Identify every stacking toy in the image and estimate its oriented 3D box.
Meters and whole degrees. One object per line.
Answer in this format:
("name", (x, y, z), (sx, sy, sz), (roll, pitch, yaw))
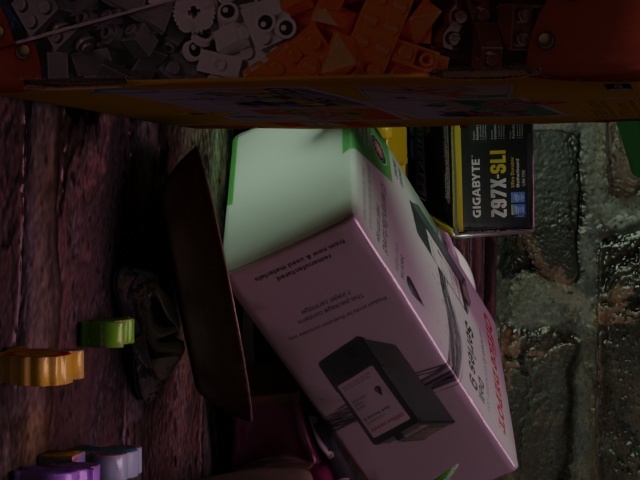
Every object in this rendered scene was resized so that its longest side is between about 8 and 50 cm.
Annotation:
("stacking toy", (-0.140, 0.138, 1.090), (0.221, 0.052, 0.167), (-15, 106, -78))

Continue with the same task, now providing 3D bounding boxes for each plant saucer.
("plant saucer", (-0.084, 0.034, 1.275), (0.198, 0.036, 0.198), (168, -90, -85))

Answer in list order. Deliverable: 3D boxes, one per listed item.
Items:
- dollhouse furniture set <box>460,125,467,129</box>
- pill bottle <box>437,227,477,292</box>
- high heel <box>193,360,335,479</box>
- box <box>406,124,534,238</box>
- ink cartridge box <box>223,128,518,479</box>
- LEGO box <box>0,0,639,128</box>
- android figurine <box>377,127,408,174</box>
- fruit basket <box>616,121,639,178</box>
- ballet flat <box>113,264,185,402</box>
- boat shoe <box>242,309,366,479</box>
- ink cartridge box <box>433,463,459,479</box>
("dollhouse furniture set", (0.113, -0.154, 1.440), (0.184, 0.129, 0.129), (12, 95, -42))
("pill bottle", (0.091, 0.084, 1.911), (0.283, 0.161, 0.161), (68, 25, -61))
("high heel", (-0.045, 0.244, 1.361), (0.377, 0.127, 0.181), (-61, 146, -66))
("box", (0.128, -0.176, 1.618), (0.257, 0.079, 0.322), (-120, -152, -82))
("ink cartridge box", (0.043, 0.051, 1.492), (0.289, 0.121, 0.211), (56, 18, -30))
("LEGO box", (0.025, -0.174, 1.091), (0.500, 0.372, 0.193), (-5, 95, -78))
("android figurine", (0.075, -0.172, 2.095), (0.248, 0.056, 0.273), (-11, 102, -78))
("fruit basket", (0.325, -0.198, 1.328), (0.327, 0.165, 0.353), (-144, -128, -65))
("ballet flat", (-0.114, 0.067, 1.241), (0.041, 0.041, 0.114), (-74, 161, -52))
("boat shoe", (-0.007, 0.131, 1.618), (0.302, 0.091, 0.114), (76, 19, -49))
("ink cartridge box", (0.014, 0.286, 1.327), (0.097, 0.255, 0.189), (54, 11, 5))
